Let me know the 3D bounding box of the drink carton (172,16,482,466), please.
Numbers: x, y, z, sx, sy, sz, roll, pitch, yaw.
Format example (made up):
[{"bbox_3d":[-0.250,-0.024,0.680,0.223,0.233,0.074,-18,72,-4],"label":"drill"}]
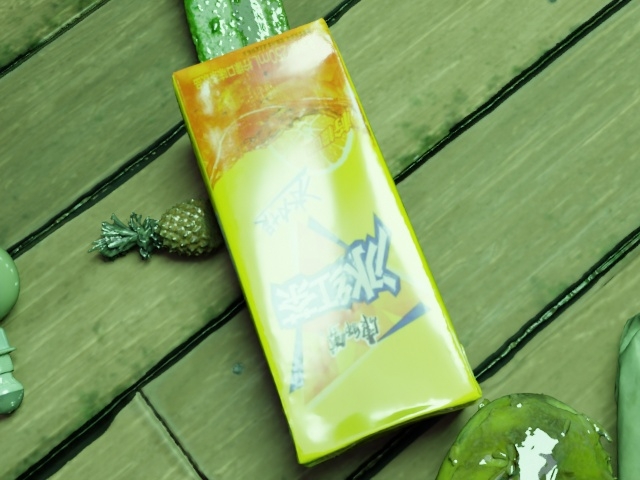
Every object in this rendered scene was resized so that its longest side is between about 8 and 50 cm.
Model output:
[{"bbox_3d":[0.000,0.000,0.683,0.154,0.111,0.352,-20,73,0],"label":"drink carton"}]

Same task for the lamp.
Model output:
[{"bbox_3d":[-0.311,0.081,0.719,0.090,0.091,0.163,-20,83,-2],"label":"lamp"}]

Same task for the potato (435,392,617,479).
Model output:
[{"bbox_3d":[0.146,0.239,0.585,0.149,0.113,0.252,15,78,6],"label":"potato"}]

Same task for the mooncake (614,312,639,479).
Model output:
[{"bbox_3d":[0.351,0.171,0.584,0.254,0.136,0.250,1,74,7],"label":"mooncake"}]

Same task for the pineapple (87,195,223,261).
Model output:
[{"bbox_3d":[-0.157,-0.004,0.753,0.124,0.058,0.058,-11,68,17],"label":"pineapple"}]

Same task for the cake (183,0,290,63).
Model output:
[{"bbox_3d":[-0.087,-0.229,0.797,0.100,0.099,0.236,-17,70,2],"label":"cake"}]
